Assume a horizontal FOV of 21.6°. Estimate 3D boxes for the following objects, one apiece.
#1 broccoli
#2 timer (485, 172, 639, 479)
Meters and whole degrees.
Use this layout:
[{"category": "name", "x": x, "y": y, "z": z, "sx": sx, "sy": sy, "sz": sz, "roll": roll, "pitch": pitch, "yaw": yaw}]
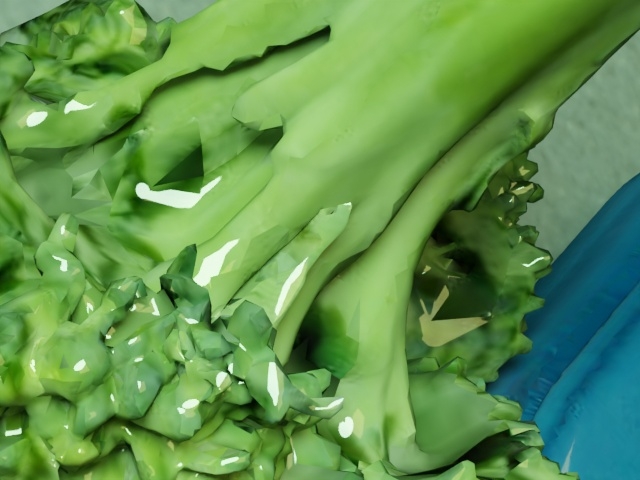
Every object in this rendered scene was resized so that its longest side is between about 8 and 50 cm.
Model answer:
[{"category": "broccoli", "x": -0.003, "y": 0.022, "z": 0.536, "sx": 0.375, "sy": 0.302, "sz": 0.249, "roll": -30, "pitch": 103, "yaw": -62}, {"category": "timer", "x": 0.205, "y": 0.129, "z": 0.728, "sx": 0.309, "sy": 0.115, "sz": 0.340, "roll": 52, "pitch": 55, "yaw": -8}]
